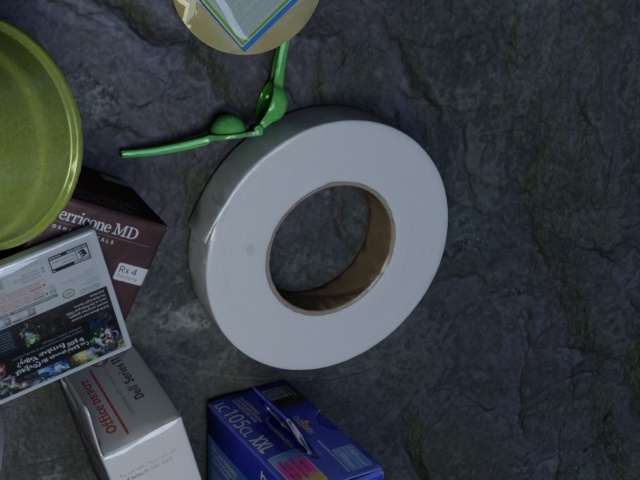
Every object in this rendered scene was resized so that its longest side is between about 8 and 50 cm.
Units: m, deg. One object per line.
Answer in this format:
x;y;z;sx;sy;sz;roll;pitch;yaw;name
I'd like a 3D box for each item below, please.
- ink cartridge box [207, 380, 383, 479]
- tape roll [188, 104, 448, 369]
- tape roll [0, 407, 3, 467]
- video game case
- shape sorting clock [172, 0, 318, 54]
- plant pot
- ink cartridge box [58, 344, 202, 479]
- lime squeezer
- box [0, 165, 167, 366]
-0.044;0.391;1.931;0.151;0.270;0.395;-13;120;-30;ink cartridge box
0.000;0.000;1.881;0.392;0.072;0.392;-13;120;-24;tape roll
-0.474;0.275;1.652;0.072;0.219;0.219;14;106;-35;tape roll
-0.331;0.090;1.554;0.190;0.022;0.173;-23;122;-18;video game case
-0.092;-0.337;1.673;0.206;0.040;0.206;-11;116;-22;shape sorting clock
-0.430;-0.092;1.392;0.254;0.276;0.276;-40;148;-68;plant pot
-0.246;0.289;1.800;0.119;0.207;0.353;-25;125;-16;ink cartridge box
-0.112;-0.175;1.736;0.310;0.059;0.110;-42;128;-4;lime squeezer
-0.325;0.019;1.640;0.168;0.167;0.203;18;104;-35;box
